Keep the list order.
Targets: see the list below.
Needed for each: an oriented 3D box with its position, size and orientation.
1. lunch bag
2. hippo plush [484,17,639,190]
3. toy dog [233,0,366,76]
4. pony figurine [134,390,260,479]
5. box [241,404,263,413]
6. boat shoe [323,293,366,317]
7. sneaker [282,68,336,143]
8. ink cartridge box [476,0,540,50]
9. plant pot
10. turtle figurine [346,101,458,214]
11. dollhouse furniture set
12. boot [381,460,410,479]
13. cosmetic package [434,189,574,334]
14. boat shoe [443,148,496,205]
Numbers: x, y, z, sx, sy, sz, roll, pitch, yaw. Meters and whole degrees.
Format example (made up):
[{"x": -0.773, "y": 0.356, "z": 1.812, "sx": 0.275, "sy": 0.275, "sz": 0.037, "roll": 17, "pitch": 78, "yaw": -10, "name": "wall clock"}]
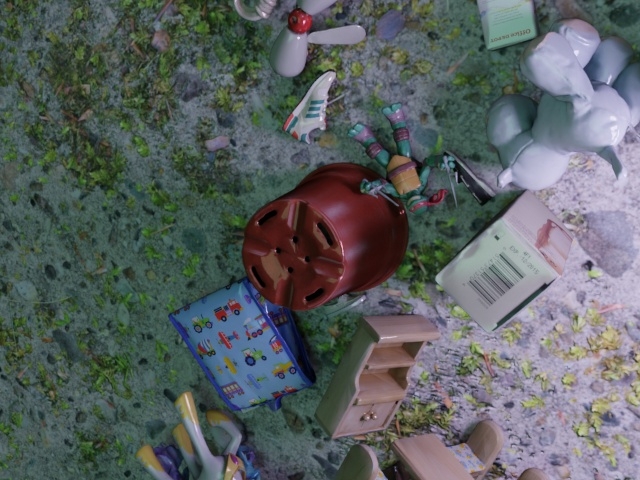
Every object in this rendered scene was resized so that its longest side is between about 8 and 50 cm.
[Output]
[{"x": -0.154, "y": 0.236, "z": 1.509, "sx": 0.221, "sy": 0.138, "sz": 0.293, "roll": -25, "pitch": 90, "yaw": 26, "name": "lunch bag"}, {"x": 0.411, "y": -0.191, "z": 1.158, "sx": 0.294, "sy": 0.234, "sz": 0.236, "roll": 64, "pitch": 148, "yaw": 16, "name": "hippo plush"}, {"x": 0.014, "y": -0.471, "z": 1.297, "sx": 0.333, "sy": 0.161, "sz": 0.220, "roll": -31, "pitch": 91, "yaw": 41, "name": "toy dog"}, {"x": -0.265, "y": 0.581, "z": 1.590, "sx": 0.363, "sy": 0.303, "sz": 0.351, "roll": 46, "pitch": 107, "yaw": 25, "name": "pony figurine"}, {"x": -0.151, "y": 0.340, "z": 1.594, "sx": 0.136, "sy": 0.028, "sz": 0.081, "roll": -28, "pitch": 89, "yaw": 29, "name": "box"}, {"x": 0.048, "y": 0.128, "z": 1.455, "sx": 0.100, "sy": 0.035, "sz": 0.035, "roll": -28, "pitch": 92, "yaw": 33, "name": "boat shoe"}, {"x": -0.005, "y": -0.263, "z": 1.387, "sx": 0.075, "sy": 0.057, "sz": 0.161, "roll": 37, "pitch": 113, "yaw": -6, "name": "sneaker"}, {"x": 0.323, "y": -0.398, "z": 1.204, "sx": 0.088, "sy": 0.052, "sz": 0.122, "roll": -10, "pitch": 96, "yaw": 26, "name": "ink cartridge box"}, {"x": 0.000, "y": 0.000, "z": 1.318, "sx": 0.272, "sy": 0.265, "sz": 0.272, "roll": 5, "pitch": 103, "yaw": 23, "name": "plant pot"}, {"x": 0.151, "y": -0.130, "z": 1.302, "sx": 0.175, "sy": 0.118, "sz": 0.234, "roll": -25, "pitch": 75, "yaw": -2, "name": "turtle figurine"}, {"x": 0.195, "y": 0.354, "z": 1.273, "sx": 0.394, "sy": 0.362, "sz": 0.256, "roll": 46, "pitch": 121, "yaw": 42, "name": "dollhouse furniture set"}, {"x": 0.183, "y": 0.585, "z": 1.486, "sx": 0.248, "sy": 0.090, "sz": 0.207, "roll": -43, "pitch": 69, "yaw": 30, "name": "boot"}, {"x": 0.317, "y": 0.026, "z": 1.166, "sx": 0.129, "sy": 0.296, "sz": 0.153, "roll": 46, "pitch": 117, "yaw": 7, "name": "cosmetic package"}, {"x": 0.270, "y": -0.117, "z": 1.296, "sx": 0.125, "sy": 0.046, "sz": 0.038, "roll": 44, "pitch": 110, "yaw": 1, "name": "boat shoe"}]
